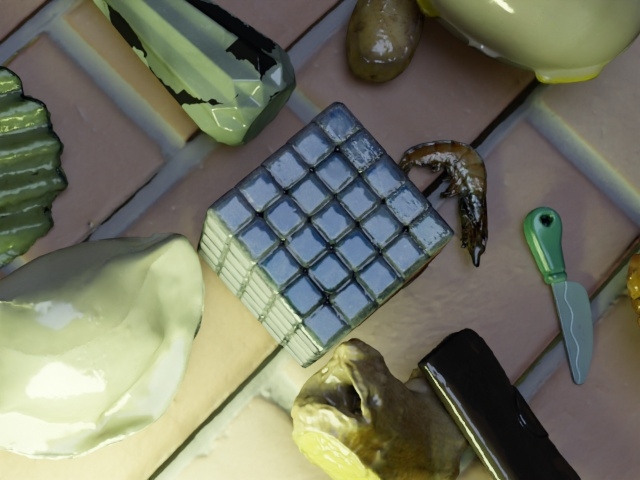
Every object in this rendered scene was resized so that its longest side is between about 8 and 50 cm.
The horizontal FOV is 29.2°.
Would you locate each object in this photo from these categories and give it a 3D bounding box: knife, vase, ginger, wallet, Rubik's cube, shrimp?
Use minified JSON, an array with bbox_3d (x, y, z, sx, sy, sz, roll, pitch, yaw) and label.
[{"bbox_3d":[0.354,0.077,1.770,0.063,0.034,0.260,-15,87,-20],"label":"knife"},{"bbox_3d":[-0.202,-0.293,1.688,0.360,0.165,0.165,42,73,5],"label":"vase"},{"bbox_3d":[0.089,0.236,1.609,0.221,0.130,0.275,-43,116,-25],"label":"ginger"},{"bbox_3d":[0.253,0.262,1.649,0.309,0.042,0.165,56,34,4],"label":"wallet"},{"bbox_3d":[0.000,0.000,1.608,0.237,0.238,0.237,-39,85,-14],"label":"Rubik's cube"},{"bbox_3d":[0.169,-0.054,1.756,0.148,0.035,0.195,3,70,-13],"label":"shrimp"}]

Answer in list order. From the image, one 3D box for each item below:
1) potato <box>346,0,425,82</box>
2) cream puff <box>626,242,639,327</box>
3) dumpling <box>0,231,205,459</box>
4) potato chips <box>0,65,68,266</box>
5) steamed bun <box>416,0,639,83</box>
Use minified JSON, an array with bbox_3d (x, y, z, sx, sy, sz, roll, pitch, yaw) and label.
[{"bbox_3d":[0.095,-0.309,1.779,0.107,0.080,0.170,13,72,0],"label":"potato"},{"bbox_3d":[0.600,0.063,1.711,0.327,0.231,0.343,27,80,2],"label":"cream puff"},{"bbox_3d":[-0.302,0.137,1.568,0.341,0.181,0.260,-27,106,-44],"label":"dumpling"},{"bbox_3d":[-0.560,-0.112,1.622,0.429,0.070,0.358,-14,83,-12],"label":"potato chips"},{"bbox_3d":[0.300,-0.403,1.722,0.374,0.334,0.334,30,74,-4],"label":"steamed bun"}]
